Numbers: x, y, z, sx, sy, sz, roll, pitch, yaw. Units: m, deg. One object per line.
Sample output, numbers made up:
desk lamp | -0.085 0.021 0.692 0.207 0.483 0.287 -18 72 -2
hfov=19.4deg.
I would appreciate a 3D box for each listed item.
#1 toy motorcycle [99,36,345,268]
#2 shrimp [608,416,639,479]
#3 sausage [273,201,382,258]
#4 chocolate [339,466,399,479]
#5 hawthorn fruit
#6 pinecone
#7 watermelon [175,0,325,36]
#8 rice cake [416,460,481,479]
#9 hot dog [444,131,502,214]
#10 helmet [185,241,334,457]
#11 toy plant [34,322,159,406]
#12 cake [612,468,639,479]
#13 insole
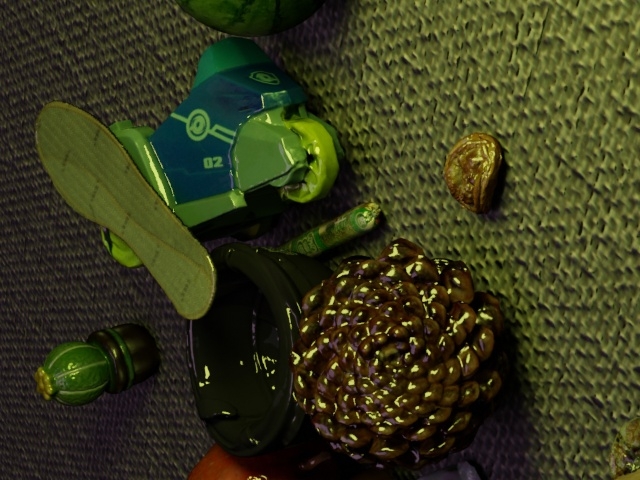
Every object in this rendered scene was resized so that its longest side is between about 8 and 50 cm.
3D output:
toy motorcycle | -0.104 -0.103 2.030 0.326 0.191 0.200 -26 81 50
shrimp | 0.306 0.205 1.650 0.161 0.034 0.091 6 110 58
sausage | 0.000 0.000 2.041 0.269 0.033 0.033 -26 83 60
chocolate | 0.073 0.316 2.038 0.133 0.127 0.124 11 145 43
hawthorn fruit | -0.047 0.287 2.116 0.225 0.196 0.196 -49 63 45
pinecone | 0.075 0.121 1.822 0.221 0.221 0.221 33 132 47
watermelon | -0.073 -0.294 1.863 0.214 0.188 0.188 180 74 -78
rice cake | 0.190 0.357 1.912 0.081 0.051 0.290 -36 72 23
hot dog | 0.146 -0.062 1.771 0.058 0.035 0.083 41 137 36
helmet | -0.030 0.113 2.022 0.279 0.160 0.230 -11 83 56
toy plant | -0.301 0.167 2.488 0.093 0.162 0.093 36 134 47
cake | 0.345 0.324 1.461 0.230 0.237 0.309 6 108 54
insole | -0.215 -0.040 2.020 0.348 0.009 0.119 46 128 32
